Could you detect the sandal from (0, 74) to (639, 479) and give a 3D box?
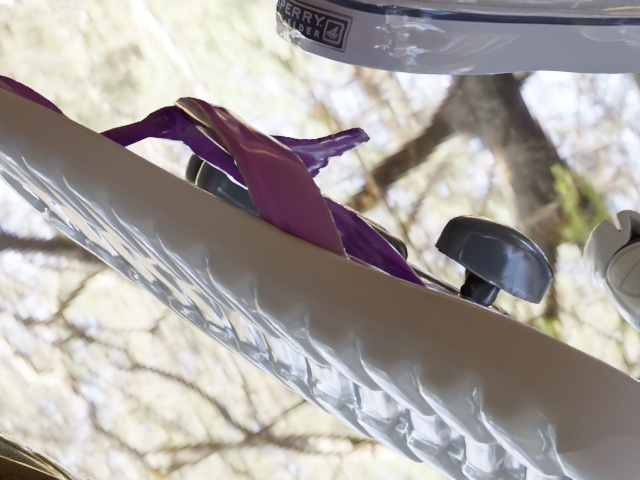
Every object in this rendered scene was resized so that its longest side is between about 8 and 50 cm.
[{"bbox_3d":[0.004,0.007,0.663,0.416,0.169,0.102,28,-106,29],"label":"sandal"}]

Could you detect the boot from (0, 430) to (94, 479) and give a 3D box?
[{"bbox_3d":[-0.228,0.159,0.980,0.203,0.262,0.095,68,45,-74],"label":"boot"}]

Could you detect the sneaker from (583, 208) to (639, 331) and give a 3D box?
[{"bbox_3d":[0.398,0.014,1.414,0.292,0.110,0.118,-17,-142,-3],"label":"sneaker"}]

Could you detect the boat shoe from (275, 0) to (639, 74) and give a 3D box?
[{"bbox_3d":[0.132,-0.185,0.850,0.367,0.157,0.136,-7,-153,-39],"label":"boat shoe"}]

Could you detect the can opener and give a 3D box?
[{"bbox_3d":[0.042,-0.013,1.114,0.095,0.283,0.076,-59,-159,3],"label":"can opener"}]
